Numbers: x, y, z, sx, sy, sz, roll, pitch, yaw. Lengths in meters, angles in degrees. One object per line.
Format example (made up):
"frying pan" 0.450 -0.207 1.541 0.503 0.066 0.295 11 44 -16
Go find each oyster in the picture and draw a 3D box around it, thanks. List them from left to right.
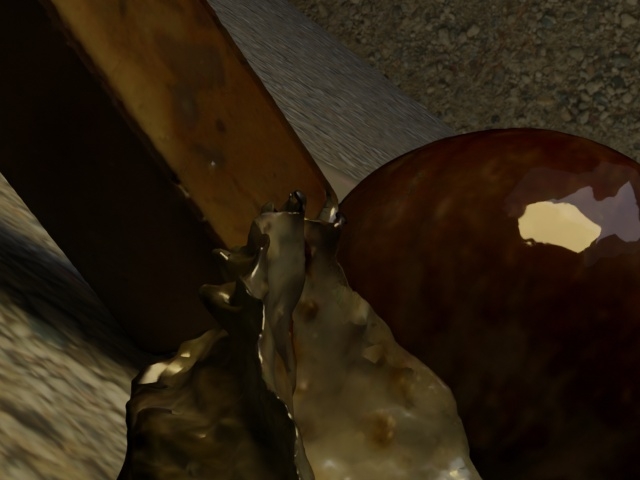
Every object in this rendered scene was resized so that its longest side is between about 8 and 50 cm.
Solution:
"oyster" 0.024 0.107 0.522 0.198 0.133 0.337 35 12 -13

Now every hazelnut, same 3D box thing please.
"hazelnut" 0.103 0.051 0.854 0.234 0.218 0.218 35 10 -1

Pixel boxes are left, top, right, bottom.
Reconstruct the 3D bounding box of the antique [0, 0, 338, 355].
"antique" -0.112 -0.092 0.745 0.310 0.087 0.093 55 40 -27

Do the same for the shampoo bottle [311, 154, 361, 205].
"shampoo bottle" 0.000 0.000 1.084 0.303 0.092 0.092 27 13 -45
